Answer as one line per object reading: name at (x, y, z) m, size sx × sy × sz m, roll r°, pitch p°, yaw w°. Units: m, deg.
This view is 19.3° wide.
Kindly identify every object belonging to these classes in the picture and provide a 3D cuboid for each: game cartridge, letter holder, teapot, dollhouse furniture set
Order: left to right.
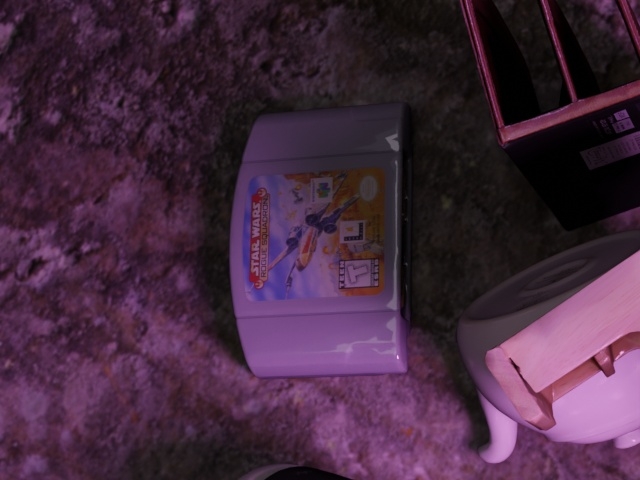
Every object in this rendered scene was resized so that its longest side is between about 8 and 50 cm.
game cartridge at (0.000, 0.000, 2.022) m, size 0.198 × 0.062 × 0.297 m, roll -3°, pitch 75°, yaw 14°
letter holder at (0.252, -0.166, 1.843) m, size 0.152 × 0.302 × 0.214 m, roll -20°, pitch 70°, yaw 13°
teapot at (0.271, 0.113, 1.818) m, size 0.252 × 0.256 × 0.187 m, roll -27°, pitch 96°, yaw -11°
dollhouse furniture set at (0.355, 0.194, 1.559) m, size 0.256 × 0.362 × 0.394 m, roll -34°, pitch 77°, yaw 5°

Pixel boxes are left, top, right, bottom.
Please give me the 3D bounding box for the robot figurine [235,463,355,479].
robot figurine at (0.007, 0.317, 1.836) m, size 0.278 × 0.209 × 0.174 m, roll 9°, pitch 76°, yaw 49°
